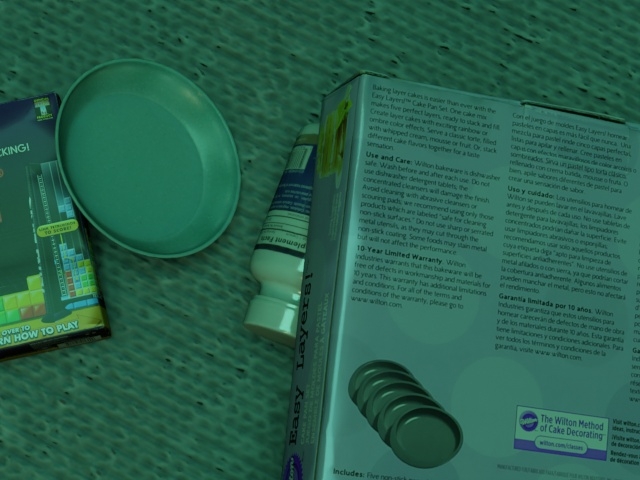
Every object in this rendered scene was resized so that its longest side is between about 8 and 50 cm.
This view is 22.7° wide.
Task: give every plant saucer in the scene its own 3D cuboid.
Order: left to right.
[{"bbox_3d":[-0.101,-0.044,0.904,0.119,0.021,0.119,14,65,-33],"label":"plant saucer"}]

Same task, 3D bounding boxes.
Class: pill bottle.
[{"bbox_3d":[0.000,0.000,0.897,0.067,0.067,0.120,20,78,2],"label":"pill bottle"}]

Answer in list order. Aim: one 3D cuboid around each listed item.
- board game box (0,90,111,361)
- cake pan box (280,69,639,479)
[{"bbox_3d":[-0.215,0.004,0.899,0.170,0.048,0.141,-13,80,-5],"label":"board game box"},{"bbox_3d":[0.120,0.052,0.857,0.267,0.070,0.245,8,81,-18],"label":"cake pan box"}]
